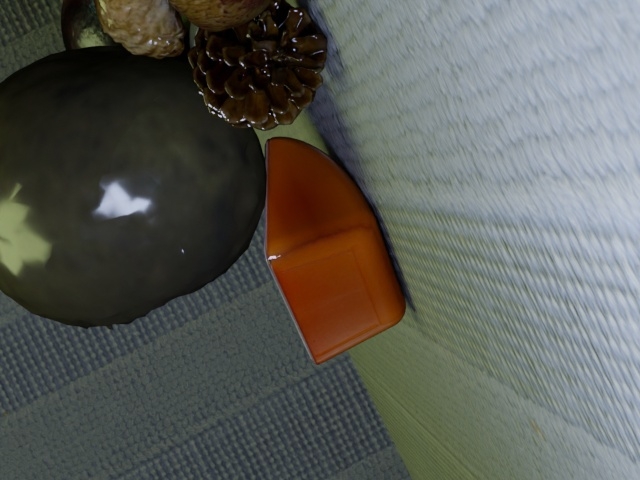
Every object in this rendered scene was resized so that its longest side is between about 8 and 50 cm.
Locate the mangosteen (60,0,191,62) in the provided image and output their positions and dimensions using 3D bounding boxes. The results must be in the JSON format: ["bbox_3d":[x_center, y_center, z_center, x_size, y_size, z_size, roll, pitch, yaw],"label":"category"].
[{"bbox_3d":[-0.232,-0.352,2.006,0.306,0.359,0.306,37,-146,-30],"label":"mangosteen"}]

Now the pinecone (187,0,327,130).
[{"bbox_3d":[-0.064,-0.207,1.468,0.163,0.163,0.165,64,160,-9],"label":"pinecone"}]

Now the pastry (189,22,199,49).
[{"bbox_3d":[-0.108,-0.255,1.730,0.165,0.088,0.166,26,-178,-1],"label":"pastry"}]

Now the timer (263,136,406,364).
[{"bbox_3d":[0.000,0.000,1.877,0.250,0.161,0.257,-114,1,-47],"label":"timer"}]

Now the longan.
[{"bbox_3d":[-0.289,-0.069,1.761,0.436,0.404,0.404,28,150,48],"label":"longan"}]

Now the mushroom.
[{"bbox_3d":[-0.166,-0.368,1.332,0.345,0.239,0.345,38,159,18],"label":"mushroom"}]
